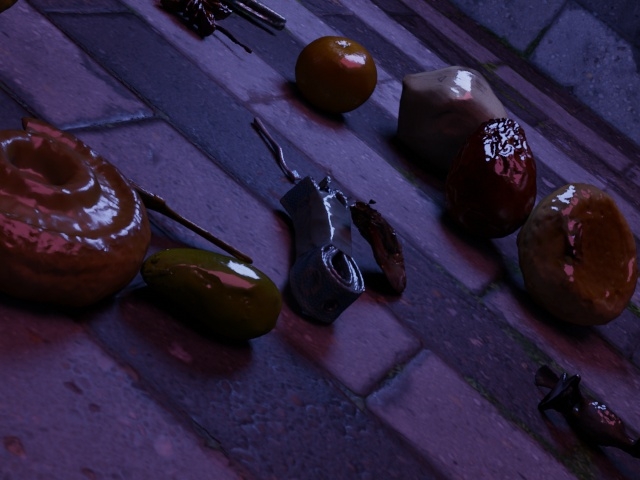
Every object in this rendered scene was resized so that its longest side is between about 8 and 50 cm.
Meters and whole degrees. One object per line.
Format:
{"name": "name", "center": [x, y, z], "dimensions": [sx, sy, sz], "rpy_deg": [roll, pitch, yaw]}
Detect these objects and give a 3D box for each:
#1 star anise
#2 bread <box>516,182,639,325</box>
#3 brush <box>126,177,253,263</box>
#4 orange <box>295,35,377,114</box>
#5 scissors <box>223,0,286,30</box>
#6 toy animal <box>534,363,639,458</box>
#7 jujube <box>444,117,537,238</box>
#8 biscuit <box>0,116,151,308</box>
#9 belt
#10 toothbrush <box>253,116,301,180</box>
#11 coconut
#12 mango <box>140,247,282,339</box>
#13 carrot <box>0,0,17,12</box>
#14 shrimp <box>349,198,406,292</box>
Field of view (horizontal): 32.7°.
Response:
{"name": "star anise", "center": [-0.197, -0.400, 1.954], "dimensions": [0.190, 0.070, 0.097], "rpy_deg": [39, 50, 4]}
{"name": "bread", "center": [0.424, 0.031, 1.837], "dimensions": [0.244, 0.134, 0.245], "rpy_deg": [9, 74, -34]}
{"name": "brush", "center": [-0.162, -0.020, 1.296], "dimensions": [0.205, 0.011, 0.083], "rpy_deg": [31, -16, -26]}
{"name": "orange", "center": [0.027, -0.299, 1.995], "dimensions": [0.154, 0.134, 0.155], "rpy_deg": [8, 34, -5]}
{"name": "scissors", "center": [-0.195, -0.501, 2.171], "dimensions": [0.289, 0.041, 0.138], "rpy_deg": [31, 16, -10]}
{"name": "toy animal", "center": [0.382, 0.245, 1.508], "dimensions": [0.202, 0.070, 0.105], "rpy_deg": [36, 4, 11]}
{"name": "jujube", "center": [0.305, -0.116, 1.914], "dimensions": [0.168, 0.168, 0.236], "rpy_deg": [29, 51, -14]}
{"name": "biscuit", "center": [-0.271, -0.031, 1.108], "dimensions": [0.213, 0.091, 0.274], "rpy_deg": [31, 21, -5]}
{"name": "belt", "center": [0.000, 0.000, 1.439], "dimensions": [0.087, 0.072, 0.302], "rpy_deg": [34, 21, -20]}
{"name": "toothbrush", "center": [-0.071, -0.143, 1.694], "dimensions": [0.017, 0.014, 0.162], "rpy_deg": [-3, 42, -35]}
{"name": "coconut", "center": [0.243, -0.241, 2.083], "dimensions": [0.224, 0.224, 0.224], "rpy_deg": [29, 24, -14]}
{"name": "mango", "center": [-0.115, 0.052, 1.182], "dimensions": [0.165, 0.074, 0.091], "rpy_deg": [24, 27, -24]}
{"name": "carrot", "center": [-0.525, -0.436, 1.351], "dimensions": [0.340, 0.242, 0.241], "rpy_deg": [30, 23, -7]}
{"name": "shrimp", "center": [0.083, 0.002, 1.505], "dimensions": [0.190, 0.042, 0.101], "rpy_deg": [55, 21, -48]}
